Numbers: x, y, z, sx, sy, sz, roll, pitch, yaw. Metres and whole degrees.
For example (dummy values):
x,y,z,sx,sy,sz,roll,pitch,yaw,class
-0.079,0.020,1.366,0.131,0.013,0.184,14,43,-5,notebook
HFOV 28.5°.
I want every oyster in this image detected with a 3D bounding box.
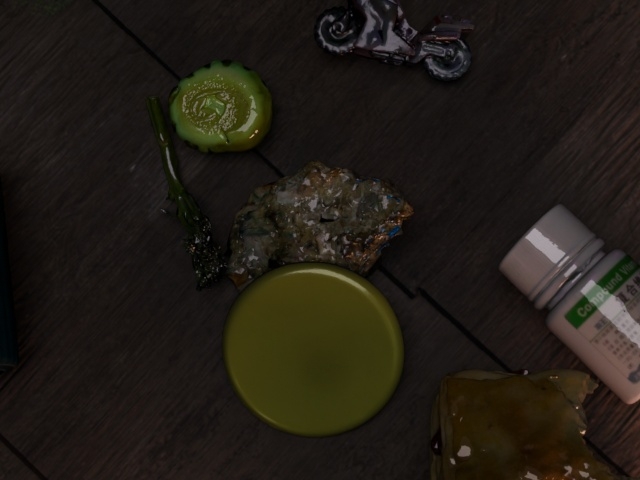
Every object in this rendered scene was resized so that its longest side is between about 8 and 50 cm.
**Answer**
x,y,z,sx,sy,sz,roll,pitch,yaw,class
-0.004,-0.002,1.628,0.260,0.092,0.198,-9,75,7,oyster

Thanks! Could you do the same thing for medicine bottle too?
x,y,z,sx,sy,sz,roll,pitch,yaw,class
0.342,0.074,1.552,0.139,0.139,0.237,-43,77,-3,medicine bottle

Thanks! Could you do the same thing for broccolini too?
x,y,z,sx,sy,sz,roll,pitch,yaw,class
-0.183,-0.070,1.633,0.062,0.123,0.271,-15,81,-25,broccolini

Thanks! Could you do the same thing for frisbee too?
x,y,z,sx,sy,sz,roll,pitch,yaw,class
-0.011,0.140,1.593,0.236,0.017,0.235,2,103,8,frisbee

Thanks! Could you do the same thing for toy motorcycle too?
x,y,z,sx,sy,sz,roll,pitch,yaw,class
0.102,-0.286,1.672,0.213,0.082,0.122,14,92,0,toy motorcycle

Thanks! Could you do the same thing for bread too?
x,y,z,sx,sy,sz,roll,pitch,yaw,class
-0.131,-0.173,1.677,0.139,0.071,0.130,-21,82,8,bread
0.278,0.334,1.486,0.314,0.191,0.369,3,79,7,bread

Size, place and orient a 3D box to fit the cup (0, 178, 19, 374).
x,y,z,sx,sy,sz,roll,pitch,yaw,class
-0.542,0.044,1.598,0.308,0.242,0.292,-11,81,1,cup
